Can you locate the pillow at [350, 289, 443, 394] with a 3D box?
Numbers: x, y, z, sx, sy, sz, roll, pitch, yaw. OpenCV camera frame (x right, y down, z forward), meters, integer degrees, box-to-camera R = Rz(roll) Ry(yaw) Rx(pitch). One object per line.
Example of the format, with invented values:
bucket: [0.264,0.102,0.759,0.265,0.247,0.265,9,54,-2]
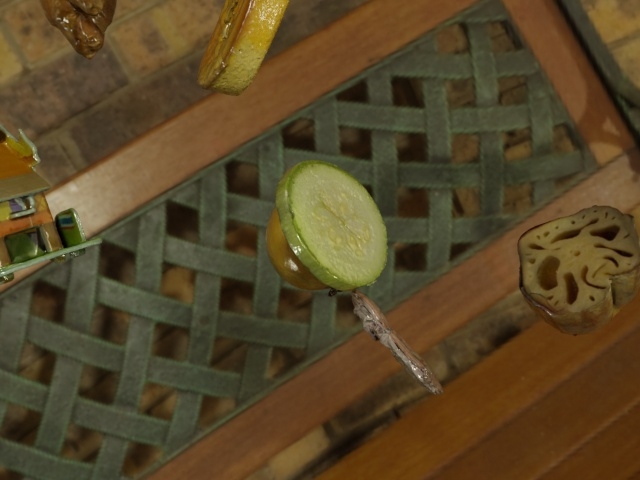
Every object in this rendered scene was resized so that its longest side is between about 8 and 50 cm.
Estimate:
pillow: [0.137,0.193,1.679,0.049,0.135,0.248,-42,65,-2]

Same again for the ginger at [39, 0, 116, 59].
ginger: [-0.435,-0.529,1.658,0.153,0.357,0.274,2,23,-36]

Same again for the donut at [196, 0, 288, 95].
donut: [-0.094,-0.266,1.129,0.178,0.065,0.162,-60,21,16]

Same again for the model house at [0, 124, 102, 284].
model house: [-0.583,-0.072,1.421,0.358,0.312,0.242,-14,4,36]

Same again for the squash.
squash: [0.021,-0.025,1.374,0.041,0.219,0.219,-30,19,35]

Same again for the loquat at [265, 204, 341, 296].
loquat: [0.000,0.000,1.862,0.244,0.243,0.244,-22,25,11]

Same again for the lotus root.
lotus root: [0.425,0.074,1.400,0.188,0.180,0.199,-15,44,22]
